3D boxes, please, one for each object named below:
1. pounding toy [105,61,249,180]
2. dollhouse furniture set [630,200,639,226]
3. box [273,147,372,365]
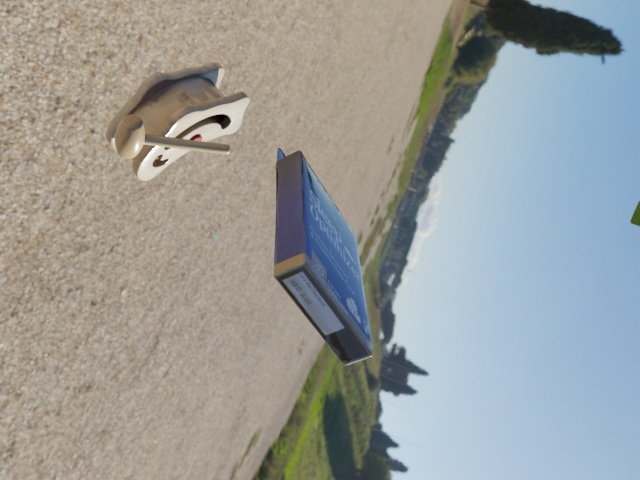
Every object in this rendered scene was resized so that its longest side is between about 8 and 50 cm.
[{"bbox_3d":[-0.206,-0.148,0.886,0.269,0.155,0.154,-34,172,-49],"label":"pounding toy"},{"bbox_3d":[0.678,-0.081,0.905,0.151,0.302,0.197,-34,141,-48],"label":"dollhouse furniture set"},{"bbox_3d":[0.000,0.000,0.614,0.136,0.037,0.225,55,17,-35],"label":"box"}]
